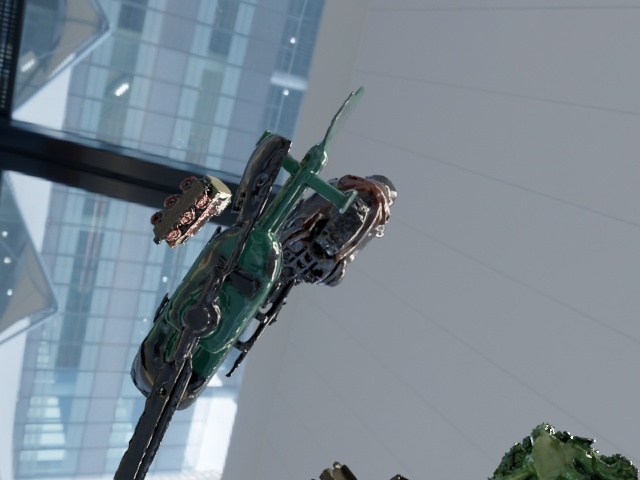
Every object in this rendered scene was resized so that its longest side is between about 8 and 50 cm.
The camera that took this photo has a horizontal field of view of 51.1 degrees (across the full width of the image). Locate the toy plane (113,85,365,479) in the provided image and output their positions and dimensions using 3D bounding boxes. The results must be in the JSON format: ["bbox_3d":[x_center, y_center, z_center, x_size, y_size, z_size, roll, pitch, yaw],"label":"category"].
[{"bbox_3d":[-0.071,0.028,0.591,0.381,0.106,0.155,-54,180,8],"label":"toy plane"}]

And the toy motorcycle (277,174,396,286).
[{"bbox_3d":[0.000,0.000,1.057,0.134,0.207,0.401,45,-34,-1],"label":"toy motorcycle"}]

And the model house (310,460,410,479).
[{"bbox_3d":[0.064,0.444,0.969,0.211,0.204,0.243,-46,-109,22],"label":"model house"}]

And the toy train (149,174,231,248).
[{"bbox_3d":[-0.207,-0.044,1.063,0.138,0.087,0.050,-47,-115,13],"label":"toy train"}]

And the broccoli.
[{"bbox_3d":[0.321,0.334,0.904,0.195,0.196,0.156,-115,-170,-45],"label":"broccoli"}]
